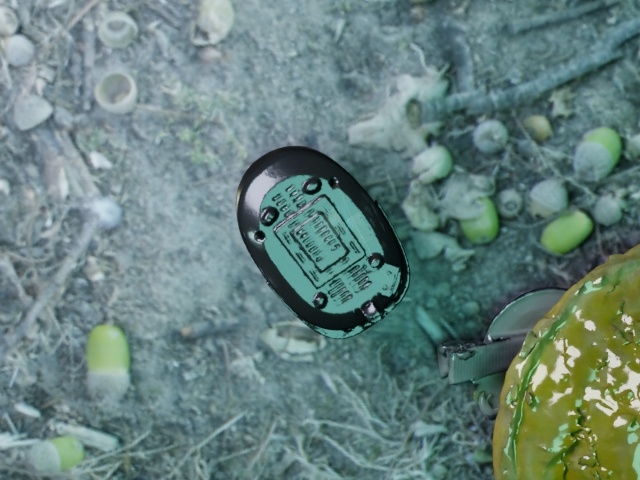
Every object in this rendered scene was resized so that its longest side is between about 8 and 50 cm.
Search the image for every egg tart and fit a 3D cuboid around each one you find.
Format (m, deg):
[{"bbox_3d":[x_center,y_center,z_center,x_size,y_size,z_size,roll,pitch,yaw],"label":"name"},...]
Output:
[{"bbox_3d":[0.306,0.159,1.081,0.341,0.132,0.341,-4,101,-18],"label":"egg tart"}]

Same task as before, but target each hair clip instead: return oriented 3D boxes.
[{"bbox_3d":[0.185,0.097,1.121,0.172,0.049,0.116,-5,109,-10],"label":"hair clip"}]

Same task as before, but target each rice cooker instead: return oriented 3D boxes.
[{"bbox_3d":[0.000,0.000,1.057,0.112,0.106,0.165,-37,92,1],"label":"rice cooker"}]
